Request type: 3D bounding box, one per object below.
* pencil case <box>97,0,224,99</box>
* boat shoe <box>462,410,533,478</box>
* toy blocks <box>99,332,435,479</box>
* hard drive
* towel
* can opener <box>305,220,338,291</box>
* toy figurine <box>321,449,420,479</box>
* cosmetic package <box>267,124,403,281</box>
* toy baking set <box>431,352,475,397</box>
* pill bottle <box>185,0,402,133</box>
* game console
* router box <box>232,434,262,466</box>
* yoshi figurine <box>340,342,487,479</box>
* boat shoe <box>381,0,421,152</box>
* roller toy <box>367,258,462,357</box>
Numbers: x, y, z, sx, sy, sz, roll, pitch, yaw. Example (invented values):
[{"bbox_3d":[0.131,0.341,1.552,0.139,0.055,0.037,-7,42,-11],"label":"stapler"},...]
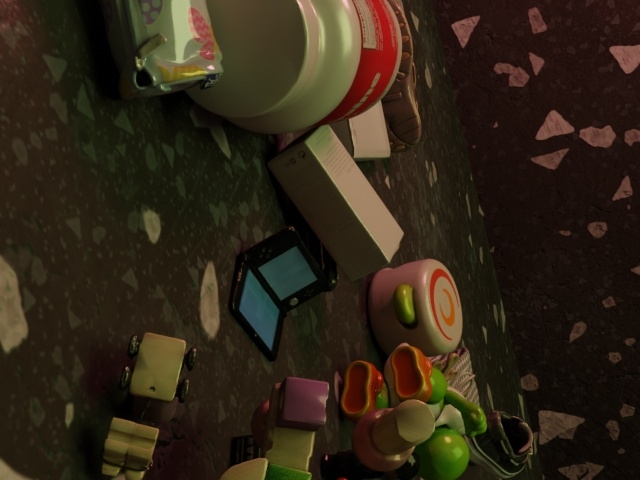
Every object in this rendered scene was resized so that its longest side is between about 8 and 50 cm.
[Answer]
[{"bbox_3d":[-0.191,-0.284,0.906,0.124,0.114,0.273,-27,106,-56],"label":"pencil case"},{"bbox_3d":[0.400,0.438,1.845,0.335,0.119,0.121,30,46,-55],"label":"boat shoe"},{"bbox_3d":[-0.071,0.281,0.871,0.260,0.309,0.288,119,-16,-66],"label":"toy blocks"},{"bbox_3d":[0.070,-0.278,1.749,0.353,0.047,0.233,-20,99,-73],"label":"hard drive"},{"bbox_3d":[0.299,0.384,1.966,0.284,0.121,0.235,-23,101,-71],"label":"towel"},{"bbox_3d":[0.000,0.000,1.393,0.073,0.059,0.186,53,33,-53],"label":"can opener"},{"bbox_3d":[0.076,0.418,1.250,0.213,0.148,0.209,-43,120,-69],"label":"toy figurine"},{"bbox_3d":[0.027,-0.062,1.356,0.231,0.085,0.117,56,28,-10],"label":"cosmetic package"},{"bbox_3d":[0.230,0.325,1.732,0.030,0.197,0.256,43,-4,36],"label":"toy baking set"},{"bbox_3d":[-0.037,-0.262,1.160,0.408,0.229,0.229,-33,112,-70],"label":"pill bottle"},{"bbox_3d":[-0.052,0.074,1.171,0.085,0.124,0.144,60,0,44],"label":"game console"},{"bbox_3d":[-0.068,0.300,1.063,0.122,0.038,0.092,52,33,-55],"label":"router box"},{"bbox_3d":[0.184,0.329,1.528,0.203,0.204,0.362,-54,142,-4],"label":"yoshi figurine"},{"bbox_3d":[0.155,-0.383,1.987,0.130,0.132,0.355,-77,160,-70],"label":"boat shoe"},{"bbox_3d":[0.186,0.142,1.723,0.209,0.146,0.191,59,34,-27],"label":"roller toy"}]
